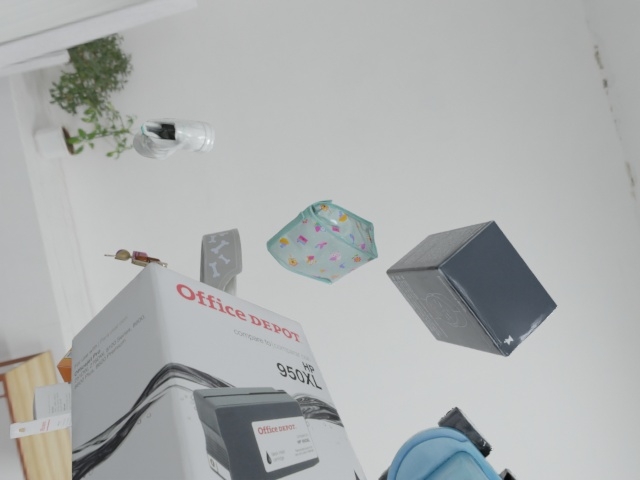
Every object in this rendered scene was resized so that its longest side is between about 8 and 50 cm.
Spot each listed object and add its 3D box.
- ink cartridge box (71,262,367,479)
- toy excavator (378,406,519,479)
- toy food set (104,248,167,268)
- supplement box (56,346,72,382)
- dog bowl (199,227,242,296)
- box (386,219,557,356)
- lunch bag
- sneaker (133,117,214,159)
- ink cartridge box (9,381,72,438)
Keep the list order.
[{"bbox_3d":[-0.097,0.250,0.523,0.285,0.166,0.395,34,20,-45],"label":"ink cartridge box"},{"bbox_3d":[0.273,0.510,0.732,0.433,0.222,0.445,49,3,20],"label":"toy excavator"},{"bbox_3d":[-0.332,0.033,0.877,0.078,0.122,0.019,16,86,-71],"label":"toy food set"},{"bbox_3d":[-0.738,0.348,1.528,0.233,0.080,0.078,-71,158,-58],"label":"supplement box"},{"bbox_3d":[-0.300,0.137,1.394,0.348,0.102,0.349,-179,-90,-74],"label":"dog bowl"},{"bbox_3d":[0.413,0.137,1.385,0.294,0.212,0.395,53,-12,-4],"label":"box"},{"bbox_3d":[0.000,0.000,1.394,0.262,0.223,0.160,25,46,-33],"label":"lunch bag"},{"bbox_3d":[-0.296,-0.195,0.868,0.094,0.212,0.080,-2,93,-53],"label":"sneaker"},{"bbox_3d":[-0.467,0.304,0.873,0.104,0.180,0.060,-48,-128,45],"label":"ink cartridge box"}]
